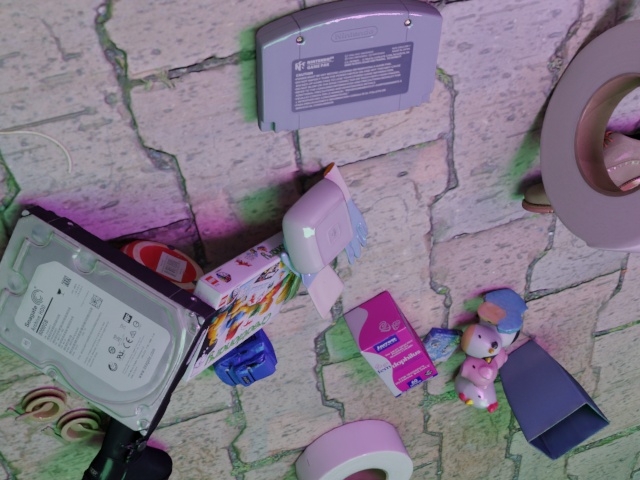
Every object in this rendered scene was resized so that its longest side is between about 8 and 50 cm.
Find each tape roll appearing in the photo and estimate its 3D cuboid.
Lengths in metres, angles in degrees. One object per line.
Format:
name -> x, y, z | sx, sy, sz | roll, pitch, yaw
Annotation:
tape roll -> 0.527, -0.171, 1.498 | 0.072, 0.392, 0.392 | 6, 129, -31
tape roll -> 0.083, 0.574, 2.232 | 0.286, 0.100, 0.286 | -14, 137, -13

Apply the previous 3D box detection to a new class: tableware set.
tableware set -> -0.512, 0.356, 1.775 | 0.128, 0.039, 0.194 | -33, 138, 7

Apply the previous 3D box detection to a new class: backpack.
backpack -> -0.157, 0.238, 1.786 | 0.120, 0.101, 0.098 | -23, 131, 2

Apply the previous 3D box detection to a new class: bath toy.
bath toy -> 0.383, 0.273, 2.056 | 0.151, 0.129, 0.348 | -13, 137, -19

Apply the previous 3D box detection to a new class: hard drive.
hard drive -> -0.363, 0.126, 1.419 | 0.237, 0.339, 0.064 | -61, 173, 17

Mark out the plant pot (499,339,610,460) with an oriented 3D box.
plant pot -> 0.540, 0.370, 2.150 | 0.165, 0.234, 0.166 | -39, 137, 13

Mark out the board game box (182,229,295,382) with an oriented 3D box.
board game box -> -0.137, 0.103, 1.560 | 0.305, 0.053, 0.193 | -33, 152, -56

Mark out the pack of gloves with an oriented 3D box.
pack of gloves -> 0.000, 0.000, 1.630 | 0.195, 0.046, 0.232 | -55, 141, -21

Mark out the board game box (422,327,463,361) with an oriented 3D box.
board game box -> 0.273, 0.240, 2.053 | 0.090, 0.020, 0.090 | 9, 128, -32

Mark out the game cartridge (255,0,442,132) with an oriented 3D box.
game cartridge -> 0.043, -0.280, 1.407 | 0.297, 0.062, 0.198 | -12, 132, -15

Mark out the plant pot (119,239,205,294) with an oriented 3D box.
plant pot -> -0.298, 0.105, 1.527 | 0.191, 0.191, 0.174 | 13, 117, -34

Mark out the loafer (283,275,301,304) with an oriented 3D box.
loafer -> -0.049, 0.075, 1.720 | 0.039, 0.045, 0.125 | -2, 130, -33

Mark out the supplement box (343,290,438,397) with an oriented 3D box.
supplement box -> 0.152, 0.224, 1.912 | 0.111, 0.114, 0.220 | -30, 136, 6

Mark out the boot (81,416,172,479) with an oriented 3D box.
boot -> -0.364, 0.418, 1.860 | 0.246, 0.094, 0.207 | 6, 117, -56

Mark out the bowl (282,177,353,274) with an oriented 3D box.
bowl -> 0.005, -0.018, 1.545 | 0.142, 0.053, 0.142 | -44, 138, -32

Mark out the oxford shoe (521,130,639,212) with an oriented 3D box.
oxford shoe -> 0.553, -0.150, 1.760 | 0.348, 0.123, 0.130 | -19, 111, -6
